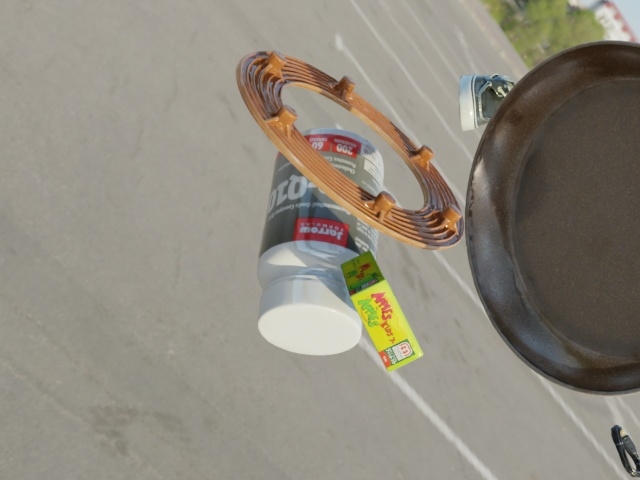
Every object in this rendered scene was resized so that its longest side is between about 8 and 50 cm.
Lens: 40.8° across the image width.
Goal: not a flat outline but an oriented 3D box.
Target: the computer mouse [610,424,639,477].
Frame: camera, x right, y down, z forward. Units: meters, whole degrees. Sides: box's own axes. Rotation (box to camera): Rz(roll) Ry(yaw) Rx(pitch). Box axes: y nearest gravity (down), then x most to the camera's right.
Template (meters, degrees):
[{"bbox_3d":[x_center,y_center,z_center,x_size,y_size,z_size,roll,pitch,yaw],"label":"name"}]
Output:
[{"bbox_3d":[0.533,0.392,1.348,0.242,0.041,0.071,57,31,1],"label":"computer mouse"}]

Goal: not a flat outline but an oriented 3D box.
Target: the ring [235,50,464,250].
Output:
[{"bbox_3d":[0.047,-0.119,1.023,0.337,0.032,0.336,33,26,-19],"label":"ring"}]

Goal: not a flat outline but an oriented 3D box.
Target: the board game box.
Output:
[{"bbox_3d":[0.066,0.075,0.978,0.092,0.043,0.181,63,2,-9],"label":"board game box"}]

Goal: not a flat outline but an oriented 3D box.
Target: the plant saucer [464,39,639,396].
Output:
[{"bbox_3d":[0.251,-0.019,0.770,0.050,0.310,0.310,0,54,-34],"label":"plant saucer"}]

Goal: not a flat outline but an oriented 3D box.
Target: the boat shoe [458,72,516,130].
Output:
[{"bbox_3d":[0.249,-0.212,1.267,0.219,0.070,0.077,-43,129,-63],"label":"boat shoe"}]

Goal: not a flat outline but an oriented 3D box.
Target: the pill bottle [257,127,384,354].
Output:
[{"bbox_3d":[0.000,0.000,1.180,0.161,0.161,0.283,40,44,-39],"label":"pill bottle"}]
